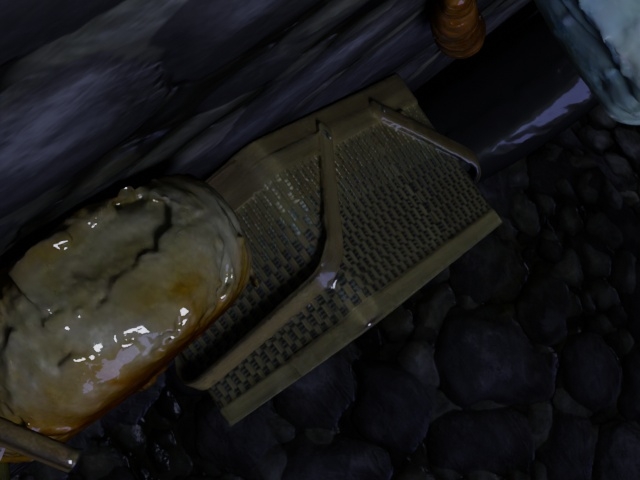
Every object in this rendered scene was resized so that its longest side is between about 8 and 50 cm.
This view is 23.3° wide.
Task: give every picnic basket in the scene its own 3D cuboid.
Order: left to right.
[{"bbox_3d":[0.000,0.000,1.109,0.165,0.139,0.266,-38,177,34],"label":"picnic basket"}]

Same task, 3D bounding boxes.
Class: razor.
[{"bbox_3d":[0.204,-0.156,1.366,0.327,0.107,0.189,-38,178,28],"label":"razor"}]

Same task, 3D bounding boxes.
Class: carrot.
[{"bbox_3d":[0.084,-0.138,0.964,0.035,0.036,0.165,-37,175,6],"label":"carrot"}]

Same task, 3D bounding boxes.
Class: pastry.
[{"bbox_3d":[-0.120,0.042,0.850,0.182,0.093,0.192,-37,178,-34],"label":"pastry"}]

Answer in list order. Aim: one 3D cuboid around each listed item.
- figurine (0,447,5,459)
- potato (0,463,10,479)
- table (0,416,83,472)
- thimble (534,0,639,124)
[{"bbox_3d":[-0.211,0.124,0.610,0.137,0.112,0.229,-3,-132,33],"label":"figurine"},{"bbox_3d":[-0.302,0.196,1.032,0.251,0.113,0.149,-47,165,24],"label":"potato"},{"bbox_3d":[-0.167,0.117,0.476,0.121,0.111,0.240,-39,-160,37],"label":"table"},{"bbox_3d":[0.220,-0.172,0.876,0.237,0.150,0.237,-35,176,-3],"label":"thimble"}]
